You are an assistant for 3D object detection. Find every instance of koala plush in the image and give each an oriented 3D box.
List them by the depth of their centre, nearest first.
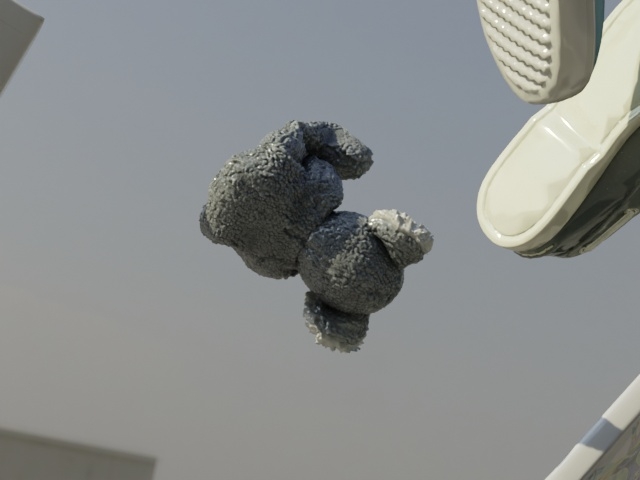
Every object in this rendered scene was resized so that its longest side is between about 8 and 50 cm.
[{"bbox_3d":[0.000,0.000,1.756,0.221,0.196,0.203,44,14,19],"label":"koala plush"}]

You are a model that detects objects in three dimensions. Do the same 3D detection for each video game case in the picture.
[{"bbox_3d":[0.348,0.246,1.869,0.036,0.329,0.300,38,-19,24],"label":"video game case"}]

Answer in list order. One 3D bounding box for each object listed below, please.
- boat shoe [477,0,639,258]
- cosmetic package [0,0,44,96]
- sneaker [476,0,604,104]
[{"bbox_3d":[0.259,-0.105,1.275,0.099,0.319,0.116,24,27,-45],"label":"boat shoe"},{"bbox_3d":[-0.469,-0.120,1.727,0.197,0.366,0.155,30,-12,-12],"label":"cosmetic package"},{"bbox_3d":[0.194,-0.280,1.182,0.150,0.366,0.135,-1,-5,-18],"label":"sneaker"}]
